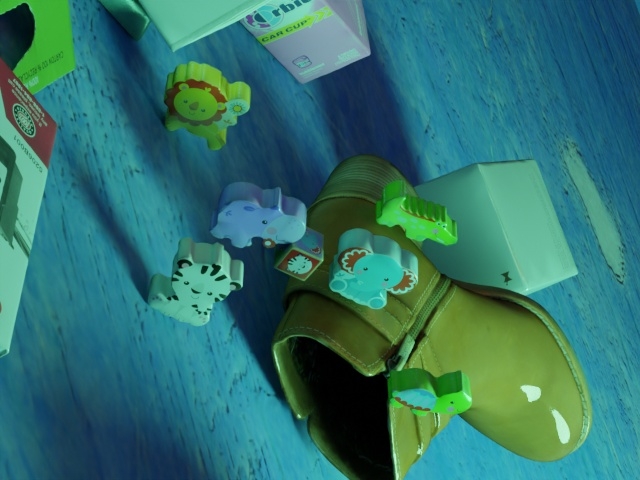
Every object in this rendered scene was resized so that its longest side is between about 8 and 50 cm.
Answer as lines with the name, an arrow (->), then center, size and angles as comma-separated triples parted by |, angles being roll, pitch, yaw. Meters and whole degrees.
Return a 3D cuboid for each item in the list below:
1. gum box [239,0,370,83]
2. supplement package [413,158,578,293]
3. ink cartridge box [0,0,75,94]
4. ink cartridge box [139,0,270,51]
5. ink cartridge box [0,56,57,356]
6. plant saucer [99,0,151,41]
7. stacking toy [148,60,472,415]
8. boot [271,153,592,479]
gum box -> -0.025, -0.226, 1.350 | 0.107, 0.062, 0.188 | 41, 33, -51
supplement package -> 0.120, 0.002, 1.426 | 0.105, 0.105, 0.179 | 70, 20, 4
ink cartridge box -> -0.123, -0.189, 0.894 | 0.189, 0.097, 0.255 | -55, 144, -68
ink cartridge box -> -0.102, -0.241, 1.087 | 0.218, 0.092, 0.158 | 55, 15, -18
ink cartridge box -> -0.174, -0.026, 0.771 | 0.109, 0.063, 0.150 | 53, 25, -36
plant saucer -> -0.154, -0.199, 1.065 | 0.192, 0.018, 0.067 | 49, 28, -44
stacking toy -> 0.000, 0.000, 1.082 | 0.221, 0.052, 0.167 | 24, 41, -22
boot -> 0.077, 0.093, 1.204 | 0.283, 0.109, 0.220 | 55, 27, -21
